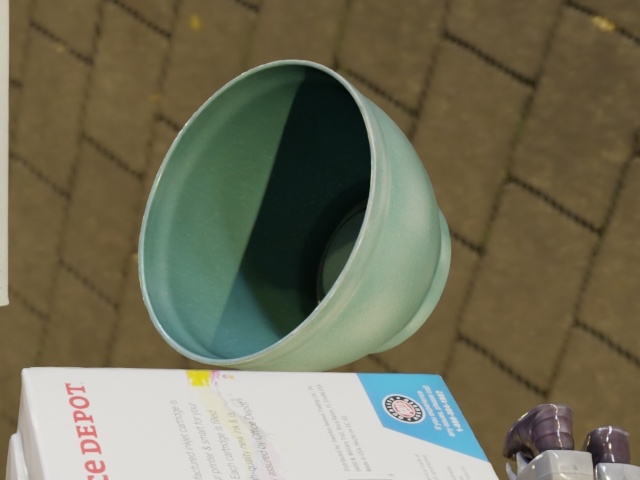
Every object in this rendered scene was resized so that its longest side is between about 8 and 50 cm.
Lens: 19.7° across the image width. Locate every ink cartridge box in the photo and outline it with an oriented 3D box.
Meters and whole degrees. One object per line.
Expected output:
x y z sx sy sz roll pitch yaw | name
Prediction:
-0.038 0.177 0.931 0.171 0.232 0.168 -116 33 -57 | ink cartridge box

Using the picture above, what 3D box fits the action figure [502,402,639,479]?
0.196 0.253 1.250 0.099 0.185 0.285 123 151 -42 | action figure

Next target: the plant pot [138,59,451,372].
0.000 0.000 1.740 0.293 0.196 0.293 -19 60 37 | plant pot

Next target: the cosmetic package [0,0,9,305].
-0.353 -0.130 1.377 0.156 0.217 0.385 4 100 30 | cosmetic package
